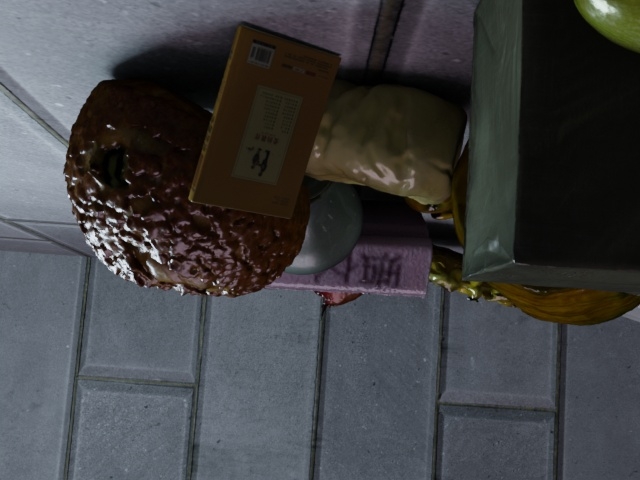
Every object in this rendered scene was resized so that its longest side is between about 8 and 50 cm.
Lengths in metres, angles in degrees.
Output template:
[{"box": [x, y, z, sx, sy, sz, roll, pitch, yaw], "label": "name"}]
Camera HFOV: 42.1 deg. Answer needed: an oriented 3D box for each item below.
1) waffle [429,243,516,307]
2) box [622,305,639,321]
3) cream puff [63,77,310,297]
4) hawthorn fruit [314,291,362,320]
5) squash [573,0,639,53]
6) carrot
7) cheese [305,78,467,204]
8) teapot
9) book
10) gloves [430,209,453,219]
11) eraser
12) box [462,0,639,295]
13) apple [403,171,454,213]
[{"box": [0.304, 0.075, 1.932, 0.379, 0.095, 0.382, 17, -175, -9], "label": "waffle"}, {"box": [0.406, -0.015, 1.151, 0.206, 0.262, 0.291, 14, 135, 6], "label": "box"}, {"box": [-0.157, -0.043, 0.956, 0.303, 0.212, 0.303, 28, 180, 0], "label": "cream puff"}, {"box": [0.036, 0.059, 1.765, 0.181, 0.235, 0.181, 15, 173, 2], "label": "hawthorn fruit"}, {"box": [0.234, -0.157, 0.474, 0.186, 0.123, 0.123, 0, 171, 28], "label": "squash"}, {"box": [0.277, -0.029, 0.929, 0.241, 0.242, 0.340, 1, 171, 21], "label": "carrot"}, {"box": [0.056, -0.109, 0.951, 0.213, 0.117, 0.226, 10, 177, 2], "label": "cheese"}, {"box": [-0.029, -0.058, 1.203, 0.183, 0.184, 0.251, 4, 162, 4], "label": "teapot"}, {"box": [-0.053, -0.110, 0.808, 0.118, 0.172, 0.012, 10, -166, -36], "label": "book"}, {"box": [0.321, -0.027, 1.458, 0.294, 0.116, 0.133, 11, 180, -19], "label": "gloves"}, {"box": [0.000, 0.000, 1.460, 0.359, 0.122, 0.272, 5, -162, 0], "label": "eraser"}, {"box": [0.196, -0.083, 0.609, 0.148, 0.231, 0.155, 4, 173, -3], "label": "box"}, {"box": [0.166, -0.080, 1.236, 0.089, 0.075, 0.089, 4, 170, 1], "label": "apple"}]
